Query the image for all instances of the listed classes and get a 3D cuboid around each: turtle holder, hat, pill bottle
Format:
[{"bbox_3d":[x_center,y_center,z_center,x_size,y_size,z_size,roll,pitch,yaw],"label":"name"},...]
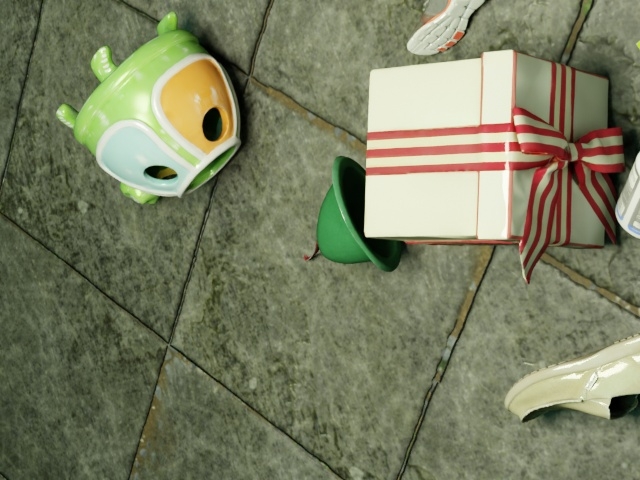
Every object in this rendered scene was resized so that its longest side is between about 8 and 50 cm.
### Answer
[{"bbox_3d":[-0.265,-0.171,2.117,0.227,0.243,0.320,48,116,3],"label":"turtle holder"},{"bbox_3d":[0.000,0.000,1.944,0.183,0.208,0.173,-24,46,23],"label":"hat"},{"bbox_3d":[0.411,-0.070,1.638,0.078,0.078,0.137,46,151,24],"label":"pill bottle"}]

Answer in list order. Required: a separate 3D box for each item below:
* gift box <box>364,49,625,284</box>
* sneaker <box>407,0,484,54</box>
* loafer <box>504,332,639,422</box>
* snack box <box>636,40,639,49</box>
[{"bbox_3d":[0.229,-0.085,1.712,0.258,0.255,0.276,-2,90,42],"label":"gift box"},{"bbox_3d":[0.173,-0.318,1.854,0.158,0.061,0.065,-45,42,35],"label":"sneaker"},{"bbox_3d":[0.354,0.191,1.748,0.268,0.102,0.092,-30,73,38],"label":"loafer"},{"bbox_3d":[0.498,-0.201,1.581,0.174,0.070,0.207,-43,69,37],"label":"snack box"}]
